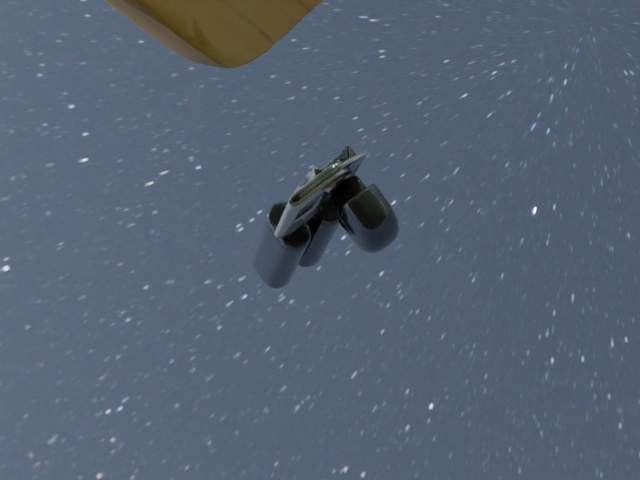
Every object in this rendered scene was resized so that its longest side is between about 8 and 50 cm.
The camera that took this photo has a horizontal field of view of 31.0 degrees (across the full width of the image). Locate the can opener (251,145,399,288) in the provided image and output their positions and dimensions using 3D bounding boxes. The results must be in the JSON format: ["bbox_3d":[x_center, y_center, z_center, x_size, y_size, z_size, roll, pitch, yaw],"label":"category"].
[{"bbox_3d":[0.000,0.000,1.002,0.076,0.283,0.095,-36,-98,-16],"label":"can opener"}]

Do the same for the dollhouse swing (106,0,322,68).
[{"bbox_3d":[-0.218,-0.111,0.522,0.347,0.315,0.305,18,-102,43],"label":"dollhouse swing"}]
